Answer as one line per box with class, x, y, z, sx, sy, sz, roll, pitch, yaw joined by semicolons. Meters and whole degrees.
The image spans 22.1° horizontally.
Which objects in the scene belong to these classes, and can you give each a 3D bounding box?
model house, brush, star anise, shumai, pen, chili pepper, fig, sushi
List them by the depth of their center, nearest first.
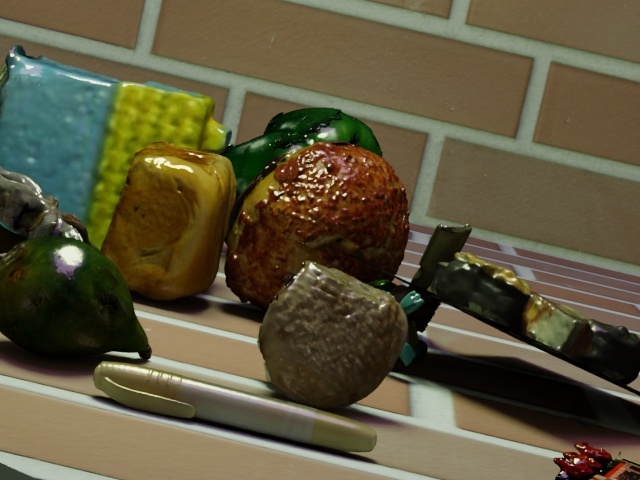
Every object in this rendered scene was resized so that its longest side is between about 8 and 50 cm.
pen;-0.069;0.136;1.310;0.233;0.032;0.040;14;29;1
fig;-0.207;0.058;1.445;0.117;0.117;0.177;19;-2;43
shumai;-0.008;0.090;1.495;0.145;0.146;0.116;10;-12;-25
sushi;0.248;0.087;1.801;0.359;0.064;0.343;27;-2;-44
star anise;-0.316;-0.015;1.868;0.204;0.061;0.180;43;5;7
brush;0.132;0.050;1.931;0.043;0.036;0.248;-7;-27;-16
model house;-0.280;-0.107;2.130;0.303;0.237;0.215;14;6;6
chili pepper;-0.034;-0.063;2.319;0.233;0.249;0.256;-5;5;-31

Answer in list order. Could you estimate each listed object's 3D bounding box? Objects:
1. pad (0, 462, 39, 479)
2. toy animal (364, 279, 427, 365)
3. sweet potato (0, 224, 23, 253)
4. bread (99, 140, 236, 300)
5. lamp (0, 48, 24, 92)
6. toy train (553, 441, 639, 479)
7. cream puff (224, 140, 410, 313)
pad;-0.301;0.126;1.023;0.245;0.006;0.170;18;8;34
toy animal;0.079;0.094;1.786;0.103;0.100;0.208;35;-4;-2
sweet potato;-0.453;-0.027;1.845;0.243;0.077;0.077;30;-2;-27
bread;-0.173;-0.025;1.924;0.132;0.167;0.294;10;6;1
lamp;-0.520;-0.147;2.147;0.283;0.124;0.203;-15;12;5
toy train;0.221;0.197;1.269;0.087;0.050;0.138;19;8;20
cream puff;0.000;-0.001;1.910;0.240;0.240;0.164;8;41;-39
